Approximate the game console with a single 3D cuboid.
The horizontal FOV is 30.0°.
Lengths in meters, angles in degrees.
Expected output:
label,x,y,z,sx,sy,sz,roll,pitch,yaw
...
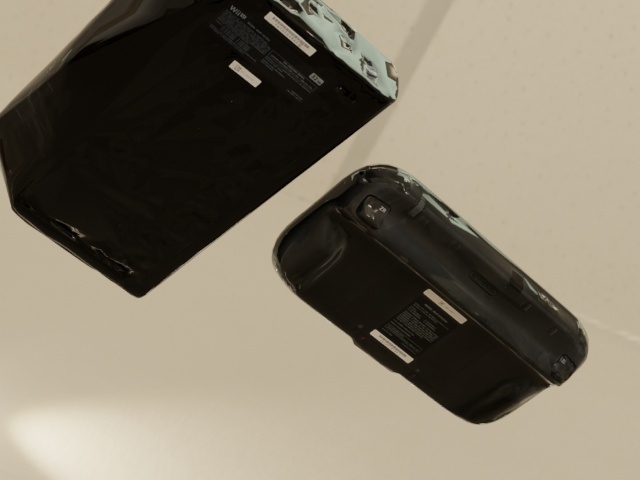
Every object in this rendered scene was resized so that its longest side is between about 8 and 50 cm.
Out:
label,x,y,z,sx,sy,sz,roll,pitch,yaw
game console,0.000,0.000,0.687,0.361,0.044,0.213,39,-55,-24
